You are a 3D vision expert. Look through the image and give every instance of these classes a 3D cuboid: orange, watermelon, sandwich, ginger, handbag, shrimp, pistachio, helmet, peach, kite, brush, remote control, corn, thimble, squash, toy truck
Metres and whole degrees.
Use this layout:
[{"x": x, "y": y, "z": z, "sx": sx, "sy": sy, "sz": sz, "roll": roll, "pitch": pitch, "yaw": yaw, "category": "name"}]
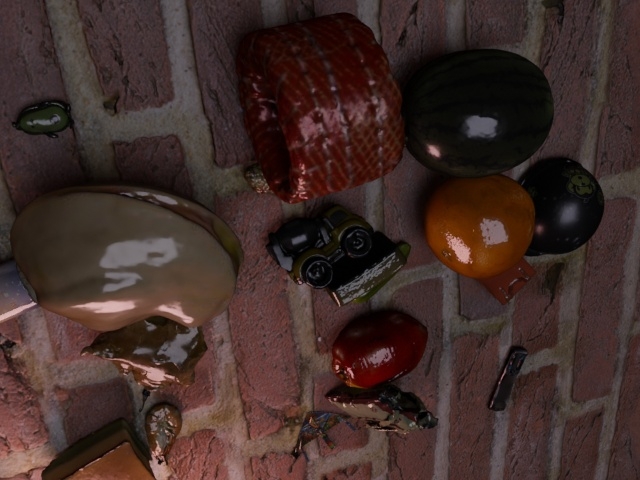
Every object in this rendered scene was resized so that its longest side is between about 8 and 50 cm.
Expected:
[{"x": 0.365, "y": -0.037, "z": 1.684, "sx": 0.261, "sy": 0.261, "sz": 0.261, "roll": -8, "pitch": 116, "yaw": -17, "category": "orange"}, {"x": 0.321, "y": -0.269, "z": 1.548, "sx": 0.359, "sy": 0.279, "sz": 0.279, "roll": -7, "pitch": 115, "yaw": -14, "category": "watermelon"}, {"x": -0.516, "y": 0.559, "z": 1.705, "sx": 0.220, "sy": 0.108, "sz": 0.186, "roll": -28, "pitch": 119, "yaw": -9, "category": "sandwich"}, {"x": -0.387, "y": 0.239, "z": 1.606, "sx": 0.270, "sy": 0.123, "sz": 0.219, "roll": -2, "pitch": 111, "yaw": -10, "category": "ginger"}, {"x": -0.529, "y": -0.229, "z": 1.376, "sx": 0.111, "sy": 0.047, "sz": 0.072, "roll": -15, "pitch": 117, "yaw": -16, "category": "handbag"}, {"x": -0.383, "y": 0.479, "z": 1.758, "sx": 0.091, "sy": 0.043, "sz": 0.184, "roll": -3, "pitch": 113, "yaw": -24, "category": "shrimp"}, {"x": 0.462, "y": 0.069, "z": 1.884, "sx": 0.127, "sy": 0.063, "sz": 0.190, "roll": -46, "pitch": 118, "yaw": 3, "category": "handbag"}, {"x": -0.376, "y": 0.037, "z": 1.423, "sx": 0.445, "sy": 0.281, "sz": 0.365, "roll": 16, "pitch": 134, "yaw": -18, "category": "pistachio"}, {"x": -0.641, "y": 0.104, "z": 1.466, "sx": 0.173, "sy": 0.095, "sz": 0.117, "roll": -21, "pitch": 125, "yaw": -2, "category": "handbag"}, {"x": 0.609, "y": -0.061, "z": 1.824, "sx": 0.230, "sy": 0.160, "sz": 0.279, "roll": 7, "pitch": 110, "yaw": -25, "category": "helmet"}, {"x": 0.166, "y": 0.265, "z": 1.805, "sx": 0.267, "sy": 0.154, "sz": 0.158, "roll": -13, "pitch": 116, "yaw": -14, "category": "peach"}, {"x": 0.002, "y": 0.513, "z": 1.939, "sx": 0.183, "sy": 0.010, "sz": 0.160, "roll": -32, "pitch": 121, "yaw": -5, "category": "kite"}, {"x": 0.096, "y": 0.065, "z": 1.705, "sx": 0.197, "sy": 0.123, "sz": 0.059, "roll": -35, "pitch": 116, "yaw": -4, "category": "brush"}, {"x": 0.540, "y": 0.402, "z": 2.082, "sx": 0.059, "sy": 0.028, "sz": 0.212, "roll": 6, "pitch": 111, "yaw": -24, "category": "remote control"}, {"x": 0.159, "y": 0.423, "z": 1.852, "sx": 0.213, "sy": 0.235, "sz": 0.127, "roll": 26, "pitch": 67, "yaw": -26, "category": "handbag"}, {"x": -0.043, "y": -0.148, "z": 1.577, "sx": 0.253, "sy": 0.086, "sz": 0.086, "roll": -11, "pitch": 117, "yaw": -16, "category": "corn"}, {"x": -0.008, "y": -0.255, "z": 1.398, "sx": 0.231, "sy": 0.350, "sz": 0.350, "roll": -18, "pitch": 118, "yaw": -16, "category": "thimble"}, {"x": 0.143, "y": 0.077, "z": 1.764, "sx": 0.201, "sy": 0.066, "sz": 0.066, "roll": -43, "pitch": 121, "yaw": -5, "category": "squash"}, {"x": 0.000, "y": 0.000, "z": 1.640, "sx": 0.224, "sy": 0.147, "sz": 0.165, "roll": -37, "pitch": 98, "yaw": -5, "category": "toy truck"}]

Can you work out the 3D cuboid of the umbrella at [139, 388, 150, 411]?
[{"x": -0.402, "y": 0.337, "z": 1.702, "sx": 0.022, "sy": 0.022, "sz": 0.149, "roll": 22, "pitch": 97, "yaw": 10, "category": "umbrella"}]
